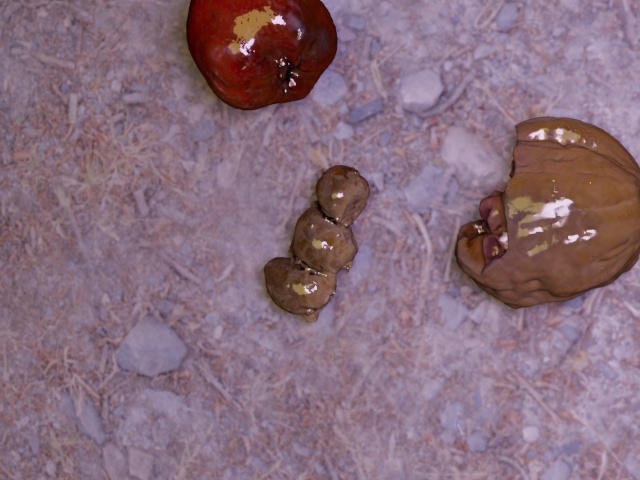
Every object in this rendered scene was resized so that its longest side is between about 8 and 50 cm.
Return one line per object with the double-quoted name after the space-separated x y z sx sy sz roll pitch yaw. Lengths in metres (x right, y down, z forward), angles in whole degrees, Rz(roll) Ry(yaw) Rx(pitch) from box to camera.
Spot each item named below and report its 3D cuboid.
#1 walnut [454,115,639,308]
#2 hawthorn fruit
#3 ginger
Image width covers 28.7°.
0.276 -0.021 1.467 0.204 0.141 0.238 30 102 13 "walnut"
-0.086 -0.266 1.591 0.185 0.185 0.202 -52 54 12 "hawthorn fruit"
0.000 0.000 1.597 0.104 0.080 0.204 33 102 23 "ginger"
